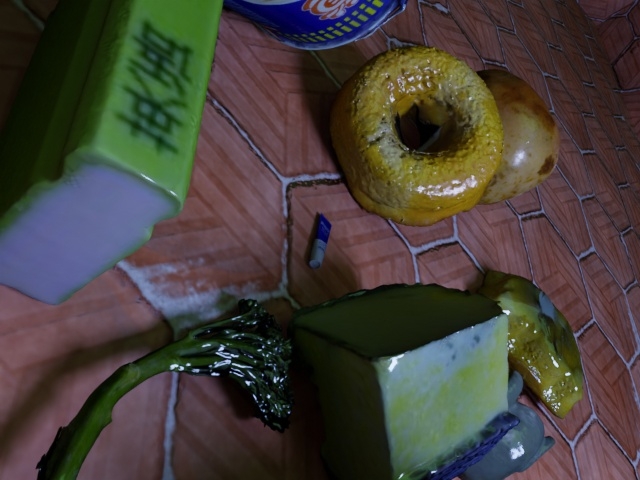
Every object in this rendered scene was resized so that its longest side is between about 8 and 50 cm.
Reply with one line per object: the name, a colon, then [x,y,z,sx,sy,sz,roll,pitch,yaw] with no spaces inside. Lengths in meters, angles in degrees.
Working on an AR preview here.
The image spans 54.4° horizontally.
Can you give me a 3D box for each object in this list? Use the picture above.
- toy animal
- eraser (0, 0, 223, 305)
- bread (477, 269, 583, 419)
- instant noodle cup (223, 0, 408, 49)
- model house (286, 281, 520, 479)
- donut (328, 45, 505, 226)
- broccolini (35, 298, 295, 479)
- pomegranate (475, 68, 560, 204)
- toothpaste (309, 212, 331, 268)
toy animal: [0.168,0.164,0.753,0.251,0.125,0.127,60,22,7]
eraser: [-0.162,-0.110,0.469,0.092,0.210,0.274,29,49,-34]
bread: [0.337,0.152,0.978,0.233,0.088,0.161,55,40,-6]
instant noodle cup: [-0.066,-0.354,0.638,0.312,0.284,0.284,-16,80,-60]
model house: [0.088,0.167,0.639,0.194,0.170,0.211,-15,105,-35]
donut: [0.133,-0.145,0.850,0.254,0.118,0.253,2,79,-12]
broccolini: [-0.100,0.137,0.499,0.123,0.062,0.271,49,31,8]
pomegranate: [0.277,-0.159,1.002,0.215,0.215,0.215,28,48,-36]
toothpaste: [0.000,0.000,0.744,0.024,0.015,0.083,50,33,-27]
